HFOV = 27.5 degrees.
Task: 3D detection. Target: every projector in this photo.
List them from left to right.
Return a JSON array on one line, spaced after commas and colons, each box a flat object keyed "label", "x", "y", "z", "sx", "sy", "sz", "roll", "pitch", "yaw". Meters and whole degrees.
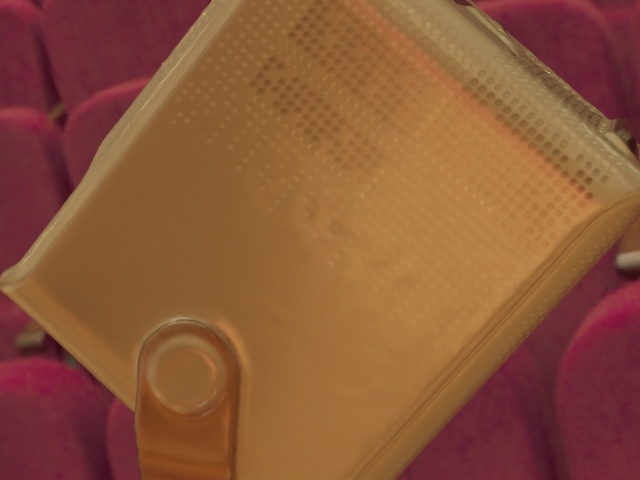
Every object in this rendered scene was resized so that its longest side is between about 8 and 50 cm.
[{"label": "projector", "x": 0.000, "y": 0.000, "z": 0.548, "sx": 0.242, "sy": 0.177, "sz": 0.163, "roll": -51, "pitch": -6, "yaw": 17}]
